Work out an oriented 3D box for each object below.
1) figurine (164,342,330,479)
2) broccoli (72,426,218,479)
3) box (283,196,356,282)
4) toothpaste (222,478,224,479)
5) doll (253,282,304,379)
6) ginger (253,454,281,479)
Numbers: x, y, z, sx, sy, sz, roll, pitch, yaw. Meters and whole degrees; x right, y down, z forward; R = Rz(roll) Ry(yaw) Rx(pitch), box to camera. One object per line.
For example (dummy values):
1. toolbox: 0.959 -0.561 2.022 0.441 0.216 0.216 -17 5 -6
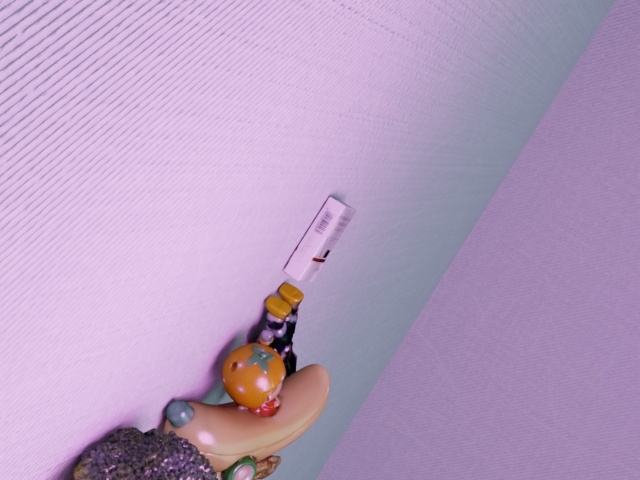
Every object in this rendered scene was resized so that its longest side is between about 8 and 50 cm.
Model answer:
1. figurine: -0.119 0.277 1.726 0.324 0.124 0.222 -22 121 -33
2. broccoli: -0.258 0.410 1.432 0.243 0.247 0.263 -56 -170 23
3. box: 0.000 0.000 1.775 0.154 0.040 0.084 -59 167 5
4. toothpaste: -0.193 0.457 2.107 0.076 0.066 0.320 -61 164 20
5. doll: -0.088 0.227 1.862 0.145 0.103 0.316 -84 -175 -55
6. ginger: -0.159 0.528 2.302 0.176 0.052 0.193 -25 173 16
